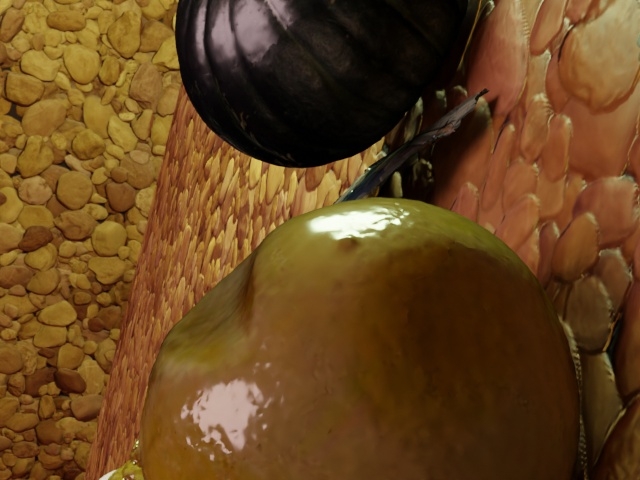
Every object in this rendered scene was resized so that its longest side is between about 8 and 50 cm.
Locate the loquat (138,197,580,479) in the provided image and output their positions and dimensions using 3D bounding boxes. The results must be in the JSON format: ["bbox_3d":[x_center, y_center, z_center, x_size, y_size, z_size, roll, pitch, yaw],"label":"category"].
[{"bbox_3d":[0.016,0.080,0.456,0.213,0.213,0.213,-168,90,-74],"label":"loquat"}]

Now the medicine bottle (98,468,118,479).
[{"bbox_3d":[-0.286,0.455,1.339,0.133,0.133,0.274,-101,27,-53],"label":"medicine bottle"}]

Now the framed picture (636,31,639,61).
[{"bbox_3d":[0.201,-0.137,0.280,0.293,0.018,0.231,-113,39,-69],"label":"framed picture"}]

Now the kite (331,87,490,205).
[{"bbox_3d":[0.000,0.000,0.694,0.335,0.011,0.314,-43,5,25],"label":"kite"}]

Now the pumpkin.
[{"bbox_3d":[-0.007,-0.178,0.724,0.250,0.216,0.250,-27,41,26],"label":"pumpkin"}]

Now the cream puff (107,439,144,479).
[{"bbox_3d":[-0.063,0.192,0.779,0.169,0.183,0.183,-57,14,-9],"label":"cream puff"}]
